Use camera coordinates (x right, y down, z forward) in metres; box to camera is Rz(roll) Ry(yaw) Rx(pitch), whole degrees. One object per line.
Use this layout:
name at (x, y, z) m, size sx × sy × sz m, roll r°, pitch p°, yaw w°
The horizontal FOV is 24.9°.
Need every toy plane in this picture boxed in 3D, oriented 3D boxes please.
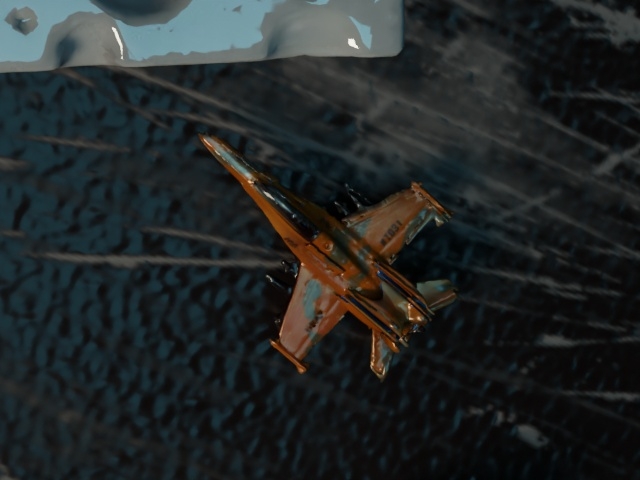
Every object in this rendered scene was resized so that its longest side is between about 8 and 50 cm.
toy plane at (-0.002, -0.001, 0.863) m, size 0.188 × 0.062 × 0.135 m, roll 41°, pitch 87°, yaw -7°

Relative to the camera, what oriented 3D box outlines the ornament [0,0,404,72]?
ornament at (-0.109, -0.208, 0.683) m, size 0.239 × 0.240 × 0.239 m, roll -5°, pitch 102°, yaw -17°
